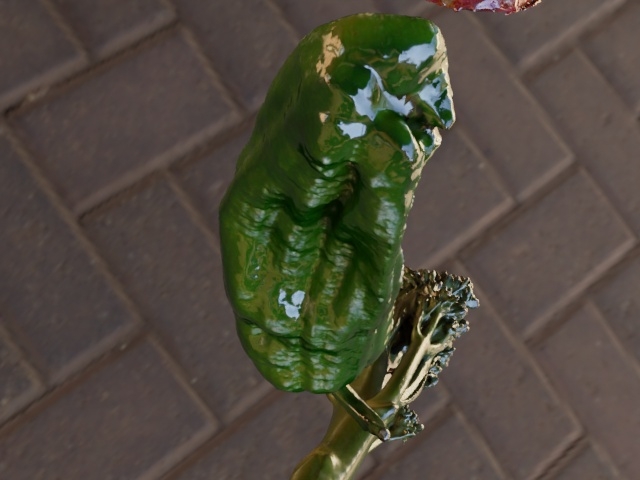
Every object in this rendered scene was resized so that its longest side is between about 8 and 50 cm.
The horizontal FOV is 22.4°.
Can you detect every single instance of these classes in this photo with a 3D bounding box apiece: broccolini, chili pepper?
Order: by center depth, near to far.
[{"bbox_3d":[0.005,-0.003,0.695,0.100,0.257,0.074,20,61,7],"label":"chili pepper"},{"bbox_3d":[0.005,0.139,0.871,0.074,0.078,0.392,53,38,-16],"label":"broccolini"}]

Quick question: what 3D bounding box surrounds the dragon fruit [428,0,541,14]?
[{"bbox_3d":[0.080,-0.217,0.966,0.153,0.111,0.153,15,29,-9],"label":"dragon fruit"}]
